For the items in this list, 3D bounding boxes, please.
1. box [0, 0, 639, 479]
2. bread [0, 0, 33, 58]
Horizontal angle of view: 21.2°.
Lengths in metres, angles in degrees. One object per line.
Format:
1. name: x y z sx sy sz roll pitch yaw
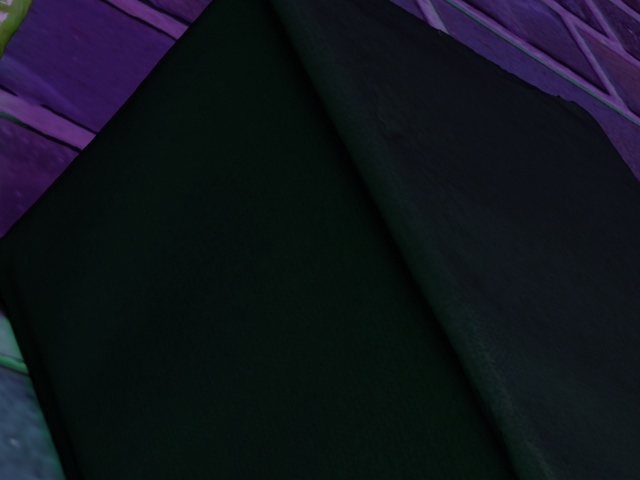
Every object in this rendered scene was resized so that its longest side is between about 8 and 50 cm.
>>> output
1. box: 0.050 0.087 0.719 0.251 0.204 0.345 21 33 -44
2. bread: -0.193 -0.264 0.861 0.233 0.245 0.362 31 23 -32
